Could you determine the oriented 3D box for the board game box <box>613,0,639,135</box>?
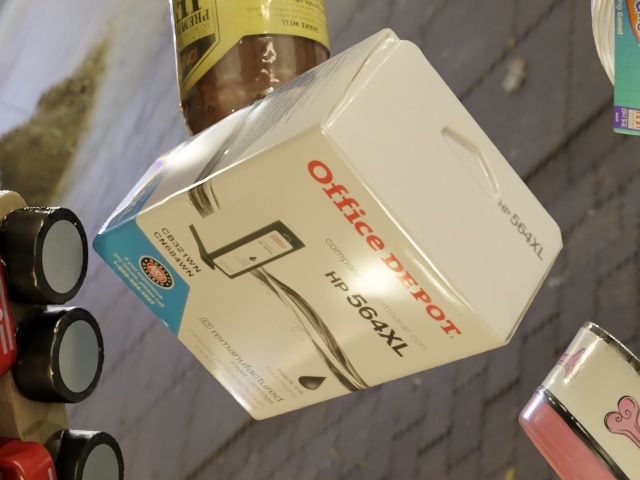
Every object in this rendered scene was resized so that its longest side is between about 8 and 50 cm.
[{"bbox_3d":[0.272,-0.189,1.084,0.047,0.160,0.210,15,114,46],"label":"board game box"}]

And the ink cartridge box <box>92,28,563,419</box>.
[{"bbox_3d":[0.000,0.000,0.811,0.203,0.148,0.086,-24,23,47],"label":"ink cartridge box"}]

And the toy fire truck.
[{"bbox_3d":[-0.210,0.103,0.833,0.246,0.158,0.217,-36,-56,-60],"label":"toy fire truck"}]

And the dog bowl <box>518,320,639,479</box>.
[{"bbox_3d":[0.400,0.300,1.870,0.150,0.408,0.408,-40,19,0],"label":"dog bowl"}]

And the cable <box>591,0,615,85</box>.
[{"bbox_3d":[0.361,-0.193,1.296,0.089,0.257,0.257,-105,-1,-51],"label":"cable"}]

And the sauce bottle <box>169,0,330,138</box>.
[{"bbox_3d":[-0.048,-0.136,1.072,0.111,0.111,0.344,-35,57,58],"label":"sauce bottle"}]
